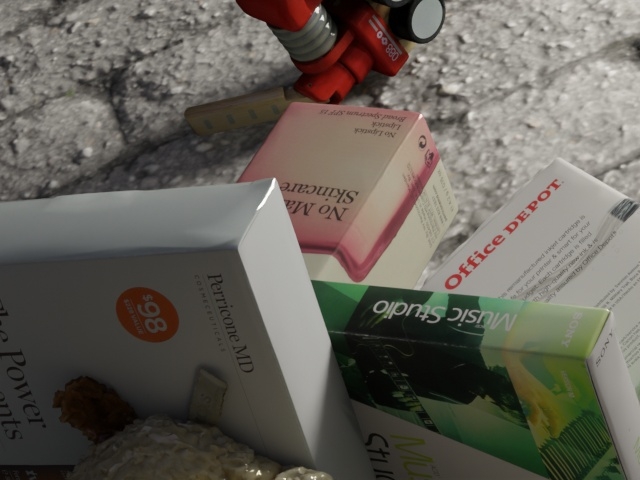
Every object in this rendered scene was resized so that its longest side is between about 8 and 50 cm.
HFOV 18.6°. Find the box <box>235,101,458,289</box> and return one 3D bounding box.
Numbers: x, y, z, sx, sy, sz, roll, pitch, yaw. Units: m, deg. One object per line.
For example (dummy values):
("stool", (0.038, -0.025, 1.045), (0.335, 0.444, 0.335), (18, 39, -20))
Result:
("box", (0.000, 0.000, 1.749), (0.148, 0.127, 0.232), (7, 48, 32))

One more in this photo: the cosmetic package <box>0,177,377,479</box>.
("cosmetic package", (-0.120, 0.142, 1.447), (0.284, 0.377, 0.097), (-5, 33, 21))

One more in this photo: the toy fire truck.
("toy fire truck", (-0.032, -0.210, 1.949), (0.158, 0.217, 0.246), (25, 74, 42))

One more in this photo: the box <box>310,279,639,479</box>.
("box", (0.089, 0.131, 1.475), (0.322, 0.232, 0.058), (3, 47, 30))

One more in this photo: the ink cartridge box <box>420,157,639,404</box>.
("ink cartridge box", (0.222, 0.061, 1.577), (0.172, 0.100, 0.237), (-43, 43, -11))

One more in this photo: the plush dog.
("plush dog", (-0.132, 0.228, 1.305), (0.262, 0.211, 0.225), (-27, 23, 32))
